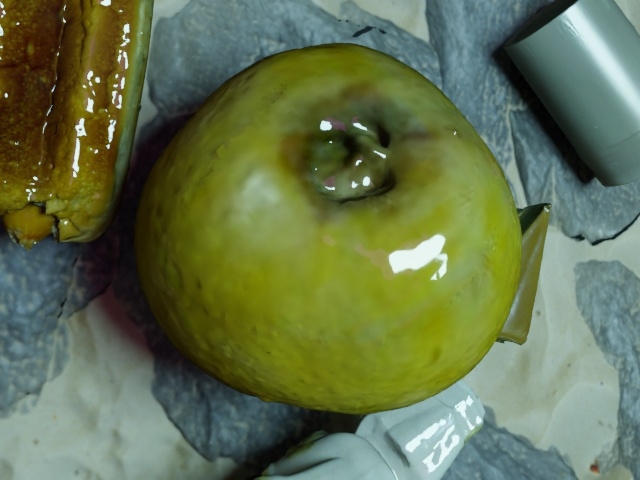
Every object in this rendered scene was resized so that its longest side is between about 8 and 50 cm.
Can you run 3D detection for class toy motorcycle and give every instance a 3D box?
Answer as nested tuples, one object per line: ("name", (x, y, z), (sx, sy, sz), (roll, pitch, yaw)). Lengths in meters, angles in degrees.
("toy motorcycle", (-0.022, 0.217, 0.536), (0.341, 0.223, 0.107), (-32, 71, -17))

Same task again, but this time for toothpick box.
("toothpick box", (0.279, -0.154, 0.714), (0.111, 0.111, 0.180), (-44, 102, -17))

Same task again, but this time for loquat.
("loquat", (0.000, 0.000, 0.530), (0.275, 0.275, 0.274), (1, 88, -21))

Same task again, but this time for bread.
("bread", (0.154, 0.022, 0.679), (0.084, 0.074, 0.139), (16, 84, -22))

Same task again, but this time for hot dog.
("hot dog", (-0.208, -0.166, 0.528), (0.158, 0.117, 0.348), (10, 86, -40))
